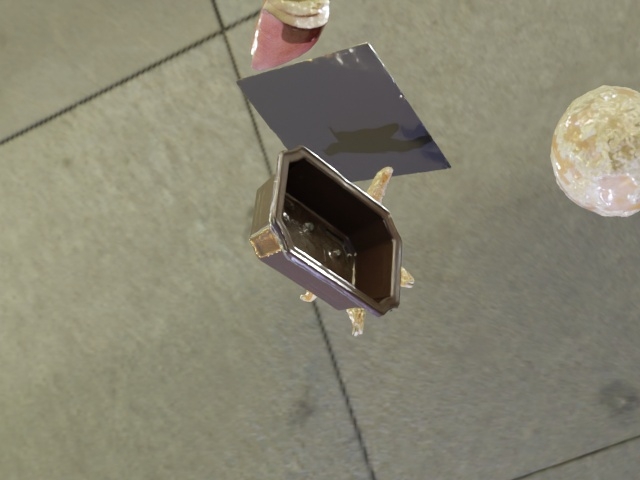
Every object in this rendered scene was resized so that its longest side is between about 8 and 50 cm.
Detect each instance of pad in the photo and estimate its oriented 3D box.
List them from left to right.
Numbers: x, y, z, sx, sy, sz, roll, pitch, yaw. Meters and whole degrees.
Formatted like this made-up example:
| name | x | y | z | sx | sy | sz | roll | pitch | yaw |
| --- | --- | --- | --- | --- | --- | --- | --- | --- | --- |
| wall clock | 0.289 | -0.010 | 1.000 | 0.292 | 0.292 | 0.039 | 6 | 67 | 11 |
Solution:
| name | x | y | z | sx | sy | sz | roll | pitch | yaw |
| --- | --- | --- | --- | --- | --- | --- | --- | --- | --- |
| pad | 0.028 | -0.197 | 1.783 | 0.368 | 0.247 | 0.007 | -5 | 38 | 53 |

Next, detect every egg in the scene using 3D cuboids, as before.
| name | x | y | z | sx | sy | sz | roll | pitch | yaw |
| --- | --- | --- | --- | --- | --- | --- | --- | --- | --- |
| egg | 0.467 | -0.145 | 1.733 | 0.203 | 0.245 | 0.203 | 4 | 120 | 7 |

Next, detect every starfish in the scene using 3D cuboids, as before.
| name | x | y | z | sx | sy | sz | roll | pitch | yaw |
| --- | --- | --- | --- | --- | --- | --- | --- | --- | --- |
| starfish | 0.068 | 0.029 | 1.717 | 0.295 | 0.048 | 0.231 | -57 | 46 | 25 |

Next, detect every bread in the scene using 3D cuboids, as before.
| name | x | y | z | sx | sy | sz | roll | pitch | yaw |
| --- | --- | --- | --- | --- | --- | --- | --- | --- | --- |
| bread | -0.040 | -0.304 | 1.526 | 0.119 | 0.192 | 0.067 | -21 | 82 | -11 |

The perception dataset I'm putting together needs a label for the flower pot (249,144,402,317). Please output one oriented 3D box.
| name | x | y | z | sx | sy | sz | roll | pitch | yaw |
| --- | --- | --- | --- | --- | --- | --- | --- | --- | --- |
| flower pot | 0.000 | 0.000 | 1.452 | 0.084 | 0.251 | 0.178 | -25 | 45 | 35 |
